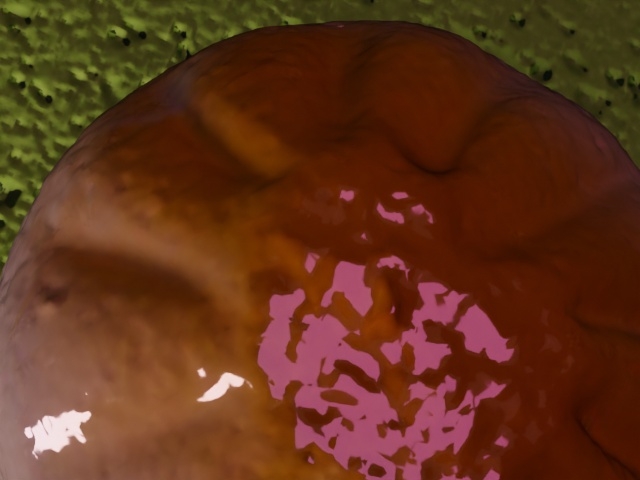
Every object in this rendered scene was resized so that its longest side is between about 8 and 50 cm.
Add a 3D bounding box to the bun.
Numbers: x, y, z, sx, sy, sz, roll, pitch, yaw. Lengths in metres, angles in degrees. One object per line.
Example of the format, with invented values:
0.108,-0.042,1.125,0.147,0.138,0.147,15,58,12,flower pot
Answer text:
0.016,0.043,0.478,0.298,0.165,0.299,2,76,-8,bun
